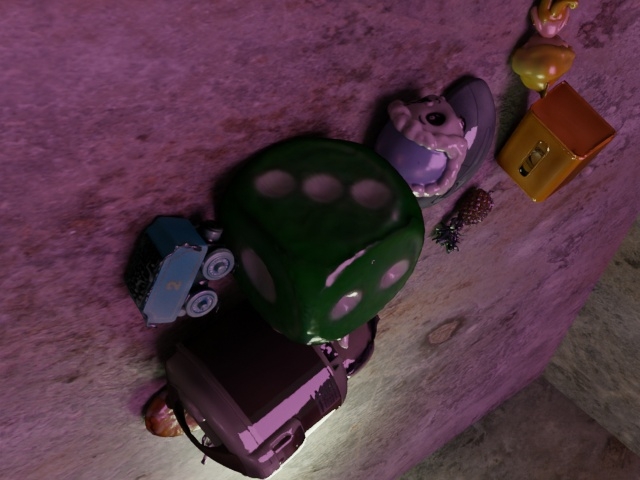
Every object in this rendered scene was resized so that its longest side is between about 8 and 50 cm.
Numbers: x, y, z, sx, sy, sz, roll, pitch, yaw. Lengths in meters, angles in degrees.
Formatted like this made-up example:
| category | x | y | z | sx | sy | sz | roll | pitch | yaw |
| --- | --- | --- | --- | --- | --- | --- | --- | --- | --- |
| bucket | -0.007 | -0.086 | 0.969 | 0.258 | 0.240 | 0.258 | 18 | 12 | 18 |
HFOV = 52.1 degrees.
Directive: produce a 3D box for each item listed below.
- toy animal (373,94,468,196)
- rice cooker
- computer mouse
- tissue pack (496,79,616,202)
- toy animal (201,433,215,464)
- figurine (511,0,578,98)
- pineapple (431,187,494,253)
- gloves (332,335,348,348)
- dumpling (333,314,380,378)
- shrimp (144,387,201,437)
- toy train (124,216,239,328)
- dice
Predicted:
| category | x | y | z | sx | sy | sz | roll | pitch | yaw |
| --- | --- | --- | --- | --- | --- | --- | --- | --- | --- |
| toy animal | 0.196 | -0.205 | 1.371 | 0.156 | 0.208 | 0.204 | 3 | 127 | -20 |
| rice cooker | -0.142 | 0.312 | 1.376 | 0.325 | 0.335 | 0.335 | -37 | 147 | -23 |
| computer mouse | 0.320 | -0.205 | 1.578 | 0.188 | 0.122 | 0.370 | -11 | 136 | -43 |
| tissue pack | 0.607 | -0.246 | 1.721 | 0.145 | 0.194 | 0.274 | -38 | 166 | -15 |
| toy animal | -0.216 | 0.494 | 1.732 | 0.217 | 0.073 | 0.176 | -1 | 119 | -44 |
| figurine | 0.538 | -0.463 | 1.553 | 0.156 | 0.131 | 0.246 | -3 | 125 | 2 |
| pineapple | 0.416 | -0.060 | 1.868 | 0.221 | 0.083 | 0.103 | -48 | 147 | 4 |
| gloves | 0.028 | 0.193 | 1.639 | 0.097 | 0.119 | 0.229 | -43 | 148 | -82 |
| dumpling | 0.064 | 0.304 | 1.779 | 0.293 | 0.163 | 0.204 | -42 | 145 | -31 |
| shrimp | -0.290 | 0.390 | 1.547 | 0.287 | 0.063 | 0.152 | 11 | 105 | -52 |
| toy train | -0.256 | 0.055 | 1.180 | 0.163 | 0.112 | 0.203 | 3 | 122 | -44 |
| dice | 0.000 | 0.000 | 1.246 | 0.300 | 0.297 | 0.287 | -30 | 145 | -28 |
